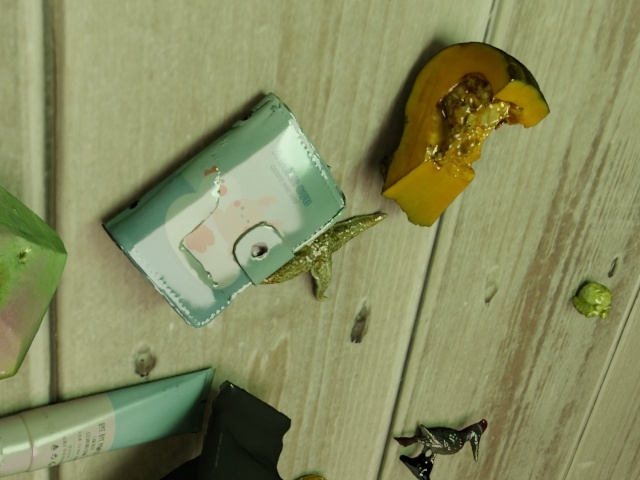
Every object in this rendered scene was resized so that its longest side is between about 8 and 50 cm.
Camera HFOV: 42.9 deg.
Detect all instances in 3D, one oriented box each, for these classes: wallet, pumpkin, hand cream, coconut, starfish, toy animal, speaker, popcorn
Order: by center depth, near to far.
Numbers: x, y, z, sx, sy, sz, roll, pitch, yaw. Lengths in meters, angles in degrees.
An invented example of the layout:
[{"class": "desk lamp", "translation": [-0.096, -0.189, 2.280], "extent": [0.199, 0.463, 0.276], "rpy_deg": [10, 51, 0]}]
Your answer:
[{"class": "coconut", "translation": [-0.351, 0.037, 0.747], "extent": [0.236, 0.236, 0.204], "rpy_deg": [-21, 164, -23]}, {"class": "wallet", "translation": [-0.103, -0.031, 0.958], "extent": [0.250, 0.075, 0.176], "rpy_deg": [-39, 120, -8]}, {"class": "hand cream", "translation": [-0.275, 0.228, 1.036], "extent": [0.312, 0.070, 0.111], "rpy_deg": [-5, 120, -42]}, {"class": "pumpkin", "translation": [0.167, -0.146, 1.059], "extent": [0.248, 0.126, 0.131], "rpy_deg": [-43, 146, 23]}, {"class": "starfish", "translation": [0.001, 0.001, 1.088], "extent": [0.217, 0.050, 0.223], "rpy_deg": [-30, 138, -26]}, {"class": "speaker", "translation": [-0.210, 0.388, 1.112], "extent": [0.388, 0.184, 0.180], "rpy_deg": [-36, 128, 16]}, {"class": "toy animal", "translation": [0.223, 0.366, 1.470], "extent": [0.202, 0.070, 0.105], "rpy_deg": [-13, 107, -24]}, {"class": "popcorn", "translation": [0.499, 0.112, 1.500], "extent": [0.083, 0.059, 0.068], "rpy_deg": [-37, 112, -30]}]

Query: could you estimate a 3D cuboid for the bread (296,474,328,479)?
[{"class": "bread", "translation": [-0.024, 0.440, 1.357], "extent": [0.083, 0.044, 0.110], "rpy_deg": [17, 106, -43]}]
